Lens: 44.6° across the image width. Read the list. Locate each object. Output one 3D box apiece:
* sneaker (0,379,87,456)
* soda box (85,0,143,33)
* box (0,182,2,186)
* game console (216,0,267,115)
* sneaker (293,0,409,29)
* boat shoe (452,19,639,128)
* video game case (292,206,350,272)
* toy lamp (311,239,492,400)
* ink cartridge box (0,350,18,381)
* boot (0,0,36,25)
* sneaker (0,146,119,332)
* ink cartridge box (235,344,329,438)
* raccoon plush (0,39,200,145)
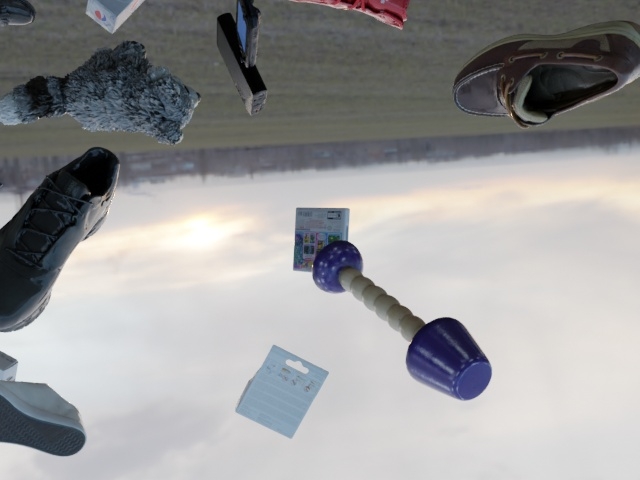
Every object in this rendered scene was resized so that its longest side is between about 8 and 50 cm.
[{"bbox_3d":[-0.564,0.297,1.410,0.290,0.106,0.123,35,-170,-32],"label":"sneaker"},{"bbox_3d":[-0.496,-0.687,2.071,0.286,0.091,0.098,-56,-170,-24],"label":"soda box"},{"bbox_3d":[-0.622,-0.004,1.260,0.159,0.044,0.233,-38,-159,27],"label":"box"},{"bbox_3d":[-0.174,-0.440,1.725,0.044,0.213,0.361,-23,168,-14],"label":"game console"},{"bbox_3d":[0.031,-0.294,0.875,0.128,0.087,0.221,27,-154,30],"label":"sneaker"},{"bbox_3d":[0.326,-0.239,1.198,0.342,0.123,0.123,0,-140,48],"label":"boat shoe"},{"bbox_3d":[0.000,0.000,1.691,0.019,0.143,0.157,3,180,-44],"label":"video game case"},{"bbox_3d":[0.084,0.085,0.864,0.080,0.080,0.275,-7,-155,-27],"label":"toy lamp"},{"bbox_3d":[-0.825,0.347,1.964,0.099,0.135,0.056,24,-155,12],"label":"ink cartridge box"},{"bbox_3d":[-0.847,-0.520,1.935,0.263,0.229,0.091,2,139,-18],"label":"boot"},{"bbox_3d":[-0.333,-0.016,0.942,0.109,0.286,0.130,31,134,-12],"label":"sneaker"},{"bbox_3d":[-0.086,0.330,1.730,0.145,0.179,0.045,28,-174,-9],"label":"ink cartridge box"},{"bbox_3d":[-0.507,-0.292,1.839,0.447,0.216,0.299,-28,-143,-11],"label":"raccoon plush"}]
